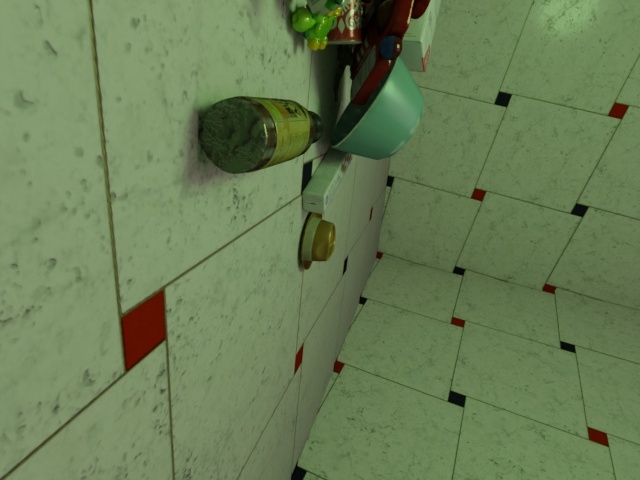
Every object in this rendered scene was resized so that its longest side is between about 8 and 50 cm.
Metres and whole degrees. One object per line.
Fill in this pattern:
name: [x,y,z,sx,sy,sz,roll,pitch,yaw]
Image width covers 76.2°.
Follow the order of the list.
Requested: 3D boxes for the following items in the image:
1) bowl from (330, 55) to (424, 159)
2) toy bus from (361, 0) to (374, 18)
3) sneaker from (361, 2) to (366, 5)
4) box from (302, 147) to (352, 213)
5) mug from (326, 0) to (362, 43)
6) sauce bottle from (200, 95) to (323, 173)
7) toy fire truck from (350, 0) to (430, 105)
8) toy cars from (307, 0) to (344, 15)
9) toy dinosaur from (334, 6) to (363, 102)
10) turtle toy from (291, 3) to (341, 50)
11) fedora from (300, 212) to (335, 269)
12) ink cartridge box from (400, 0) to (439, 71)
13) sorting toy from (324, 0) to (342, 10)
bowl: [0.181,-0.361,1.185,0.311,0.163,0.311,-52,-163,24]
toy bus: [0.220,-0.743,1.419,0.333,0.130,0.108,-42,141,-68]
sneaker: [0.140,-0.780,1.129,0.112,0.121,0.299,30,59,-42]
box: [0.028,-0.199,1.218,0.324,0.067,0.063,-65,161,-47]
mug: [0.032,-0.542,0.929,0.150,0.113,0.169,38,-46,54]
sauce bottle: [-0.076,-0.191,0.714,0.344,0.111,0.111,-49,148,-67]
toy fire truck: [0.150,-0.509,0.993,0.302,0.169,0.253,142,-47,-65]
toy cars: [-0.009,-0.561,0.631,0.176,0.087,0.393,59,-24,28]
toy dinosaur: [0.082,-0.527,1.187,0.118,0.064,0.268,-5,107,-61]
turtle toy: [-0.014,-0.448,0.836,0.095,0.066,0.130,-60,176,33]
fedora: [0.000,0.000,1.229,0.194,0.079,0.194,12,90,-76]
ink cartridge box: [0.285,-0.689,1.225,0.207,0.117,0.282,4,98,-72]
sorting toy: [-0.053,-0.409,0.517,0.366,0.127,0.126,3,123,-55]
